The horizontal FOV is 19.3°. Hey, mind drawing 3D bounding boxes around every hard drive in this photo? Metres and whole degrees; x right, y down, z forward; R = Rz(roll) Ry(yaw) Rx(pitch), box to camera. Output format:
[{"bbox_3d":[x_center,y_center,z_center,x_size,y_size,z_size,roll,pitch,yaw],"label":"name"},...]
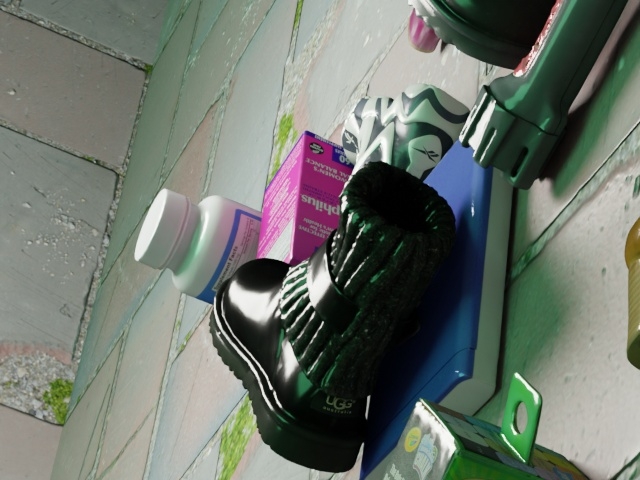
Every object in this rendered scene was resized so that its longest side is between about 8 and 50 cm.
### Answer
[{"bbox_3d":[0.111,0.054,1.762,0.210,0.040,0.319,-52,21,47],"label":"hard drive"}]

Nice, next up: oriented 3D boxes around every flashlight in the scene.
[{"bbox_3d":[0.217,-0.203,1.648,0.304,0.103,0.103,-63,-11,23],"label":"flashlight"}]

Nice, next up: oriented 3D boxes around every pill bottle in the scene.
[{"bbox_3d":[-0.098,0.021,2.197,0.124,0.221,0.124,-59,16,30],"label":"pill bottle"}]

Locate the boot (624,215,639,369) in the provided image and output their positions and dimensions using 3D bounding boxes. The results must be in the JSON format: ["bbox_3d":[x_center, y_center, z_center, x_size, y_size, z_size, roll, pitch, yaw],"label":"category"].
[{"bbox_3d":[0.278,-0.058,1.208,0.295,0.104,0.211,127,159,-56],"label":"boot"}]

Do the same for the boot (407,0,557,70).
[{"bbox_3d":[0.199,-0.433,1.735,0.367,0.146,0.445,-112,36,-43],"label":"boot"}]

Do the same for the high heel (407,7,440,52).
[{"bbox_3d":[0.132,-0.340,2.160,0.117,0.082,0.244,119,162,-52],"label":"high heel"}]

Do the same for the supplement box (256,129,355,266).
[{"bbox_3d":[0.000,0.000,2.098,0.114,0.111,0.220,-55,20,40],"label":"supplement box"}]

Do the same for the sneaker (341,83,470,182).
[{"bbox_3d":[0.063,-0.070,2.006,0.235,0.094,0.153,-8,51,62],"label":"sneaker"}]

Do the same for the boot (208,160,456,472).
[{"bbox_3d":[0.011,0.032,1.794,0.348,0.131,0.260,-124,49,-60],"label":"boot"}]

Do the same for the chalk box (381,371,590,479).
[{"bbox_3d":[0.117,0.203,1.353,0.213,0.132,0.132,-65,14,7],"label":"chalk box"}]
